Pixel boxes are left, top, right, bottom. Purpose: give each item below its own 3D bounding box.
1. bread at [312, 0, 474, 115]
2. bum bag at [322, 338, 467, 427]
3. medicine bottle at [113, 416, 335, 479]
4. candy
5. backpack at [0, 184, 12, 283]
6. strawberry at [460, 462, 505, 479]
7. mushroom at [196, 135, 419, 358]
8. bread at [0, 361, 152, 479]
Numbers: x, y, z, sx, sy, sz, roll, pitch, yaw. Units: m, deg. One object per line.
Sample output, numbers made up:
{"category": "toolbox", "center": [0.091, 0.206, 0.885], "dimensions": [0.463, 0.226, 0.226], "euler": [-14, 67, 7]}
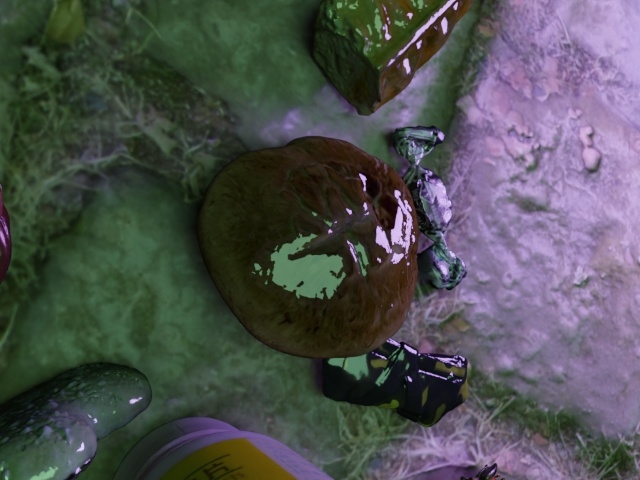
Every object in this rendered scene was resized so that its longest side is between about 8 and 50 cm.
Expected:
{"category": "bread", "center": [0.104, -0.290, 0.858], "dimensions": [0.268, 0.130, 0.152], "euler": [-49, 147, -18]}
{"category": "bum bag", "center": [0.096, 0.171, 0.899], "dimensions": [0.232, 0.060, 0.107], "euler": [24, 89, -24]}
{"category": "medicine bottle", "center": [-0.064, 0.295, 0.640], "dimensions": [0.213, 0.378, 0.214], "euler": [-1, 91, -27]}
{"category": "candy", "center": [0.143, -0.041, 0.927], "dimensions": [0.094, 0.051, 0.226], "euler": [-23, 103, -36]}
{"category": "backpack", "center": [-0.377, -0.003, 0.606], "dimensions": [0.229, 0.139, 0.229], "euler": [-1, 93, -23]}
{"category": "strawberry", "center": [0.192, 0.407, 0.937], "dimensions": [0.175, 0.106, 0.236], "euler": [-23, 105, -62]}
{"category": "mushroom", "center": [0.000, 0.000, 0.796], "dimensions": [0.278, 0.146, 0.278], "euler": [8, 74, -28]}
{"category": "bread", "center": [-0.267, 0.180, 0.678], "dimensions": [0.232, 0.172, 0.064], "euler": [-44, 117, -67]}
